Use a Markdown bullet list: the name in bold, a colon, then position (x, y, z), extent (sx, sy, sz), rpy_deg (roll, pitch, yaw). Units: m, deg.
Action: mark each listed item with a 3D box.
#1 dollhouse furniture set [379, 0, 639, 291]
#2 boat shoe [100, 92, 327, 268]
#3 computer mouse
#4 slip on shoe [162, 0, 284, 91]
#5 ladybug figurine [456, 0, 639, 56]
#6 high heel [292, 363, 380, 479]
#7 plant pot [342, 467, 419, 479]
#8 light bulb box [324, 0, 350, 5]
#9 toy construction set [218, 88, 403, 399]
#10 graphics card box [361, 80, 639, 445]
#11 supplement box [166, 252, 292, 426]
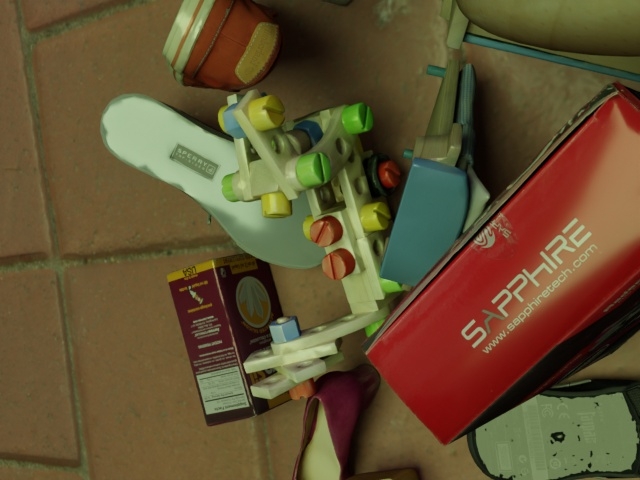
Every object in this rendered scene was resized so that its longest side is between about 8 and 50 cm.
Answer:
- **dollhouse furniture set**: position (0.192, -0.121, 0.777), extent (0.198, 0.286, 0.303), rpy_deg (15, 132, 1)
- **boat shoe**: position (-0.113, -0.072, 0.984), extent (0.306, 0.105, 0.113), rpy_deg (27, 100, 2)
- **computer mouse**: position (0.282, 0.217, 0.796), extent (0.262, 0.060, 0.184), rpy_deg (-15, 83, 22)
- **slip on shoe**: position (-0.092, -0.202, 0.859), extent (0.101, 0.331, 0.123), rpy_deg (25, 98, -10)
- **ladybug figurine**: position (0.217, -0.204, 0.432), extent (0.305, 0.449, 0.162), rpy_deg (-7, 108, 20)
- **high heel**: position (-0.005, 0.256, 0.947), extent (0.082, 0.117, 0.244), rpy_deg (34, 112, 25)
- **plant pot**: position (0.075, 0.293, 0.920), extent (0.081, 0.083, 0.081), rpy_deg (-17, 86, 32)
- **light bulb box**: position (-0.077, -0.443, 0.764), extent (0.225, 0.361, 0.358), rpy_deg (-36, 77, 31)
- **toy construction set**: position (0.000, 0.000, 0.842), extent (0.151, 0.215, 0.328), rpy_deg (6, 110, 32)
- **graphics card box**: position (0.218, 0.013, 0.623), extent (0.094, 0.371, 0.233), rpy_deg (50, 117, 21)
- **supplement box**: position (-0.101, 0.115, 1.000), extent (0.080, 0.104, 0.188), rpy_deg (-18, 86, 33)
